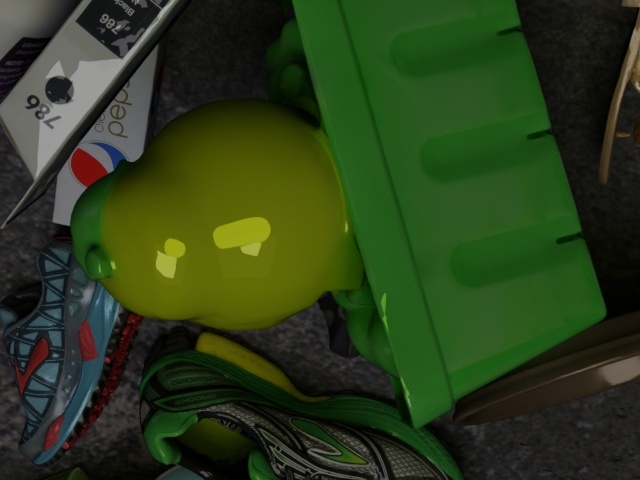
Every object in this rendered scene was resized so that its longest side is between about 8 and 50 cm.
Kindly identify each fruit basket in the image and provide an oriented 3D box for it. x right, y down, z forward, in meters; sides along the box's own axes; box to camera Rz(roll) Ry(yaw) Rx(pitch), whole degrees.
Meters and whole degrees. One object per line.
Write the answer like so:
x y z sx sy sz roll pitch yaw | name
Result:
-0.001 -0.027 1.471 0.392 0.283 0.392 0 86 0 | fruit basket

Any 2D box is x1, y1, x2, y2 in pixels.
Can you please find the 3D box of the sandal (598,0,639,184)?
0.275 -0.142 1.552 0.079 0.088 0.240 9 122 9 | sandal

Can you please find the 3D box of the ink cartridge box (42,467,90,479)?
-0.203 0.321 1.942 0.255 0.097 0.189 -23 115 25 | ink cartridge box

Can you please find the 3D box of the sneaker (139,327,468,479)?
-0.019 0.217 1.824 0.343 0.146 0.134 22 126 -9 | sneaker

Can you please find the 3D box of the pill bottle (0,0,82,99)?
-0.308 -0.187 1.543 0.181 0.181 0.323 38 122 -19 | pill bottle

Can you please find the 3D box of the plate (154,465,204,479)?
-0.089 0.282 1.958 0.188 0.024 0.188 4 126 6 | plate

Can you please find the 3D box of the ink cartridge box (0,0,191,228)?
-0.151 -0.165 1.478 0.065 0.165 0.333 38 100 -5 | ink cartridge box

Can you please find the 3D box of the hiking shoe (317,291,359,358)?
0.000 0.000 1.713 0.114 0.086 0.227 8 122 19 | hiking shoe

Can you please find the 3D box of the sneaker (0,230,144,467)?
-0.243 0.095 1.813 0.125 0.104 0.262 30 122 7 | sneaker

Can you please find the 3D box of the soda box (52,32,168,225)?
-0.178 -0.110 1.652 0.074 0.069 0.216 12 126 0 | soda box

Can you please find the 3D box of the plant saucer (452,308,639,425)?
0.241 0.101 1.666 0.278 0.278 0.041 -22 79 22 | plant saucer
